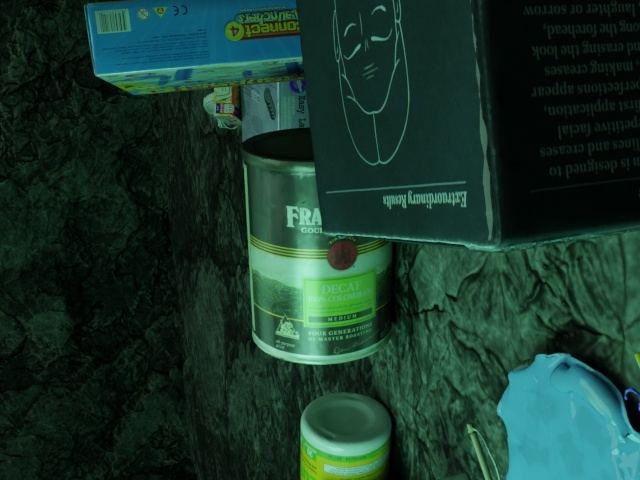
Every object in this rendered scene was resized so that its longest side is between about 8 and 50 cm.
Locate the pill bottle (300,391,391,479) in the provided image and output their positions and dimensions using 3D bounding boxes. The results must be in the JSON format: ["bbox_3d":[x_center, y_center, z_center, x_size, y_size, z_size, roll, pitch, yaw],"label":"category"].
[{"bbox_3d":[0.037,0.373,1.155,0.136,0.137,0.245,-133,39,-59],"label":"pill bottle"}]

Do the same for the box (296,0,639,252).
[{"bbox_3d":[0.123,-0.202,0.565,0.293,0.212,0.395,-172,76,-70],"label":"box"}]

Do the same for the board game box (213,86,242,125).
[{"bbox_3d":[-0.178,-0.336,1.495,0.147,0.045,0.193,-27,-61,-86],"label":"board game box"}]

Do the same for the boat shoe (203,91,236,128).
[{"bbox_3d":[-0.211,-0.292,1.676,0.227,0.079,0.081,180,87,-67],"label":"boat shoe"}]

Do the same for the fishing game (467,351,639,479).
[{"bbox_3d":[0.231,0.194,0.685,0.264,0.041,0.189,-54,47,53],"label":"fishing game"}]

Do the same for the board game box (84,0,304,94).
[{"bbox_3d":[-0.134,-0.268,1.026,0.302,0.309,0.086,-128,32,-82],"label":"board game box"}]

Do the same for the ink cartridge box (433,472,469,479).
[{"bbox_3d":[0.129,0.345,0.888,0.056,0.135,0.099,109,147,-47],"label":"ink cartridge box"}]

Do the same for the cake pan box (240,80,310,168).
[{"bbox_3d":[-0.089,-0.220,1.381,0.267,0.070,0.245,-137,45,-61],"label":"cake pan box"}]

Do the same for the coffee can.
[{"bbox_3d":[0.000,0.000,1.013,0.201,0.202,0.275,-138,43,-62],"label":"coffee can"}]
